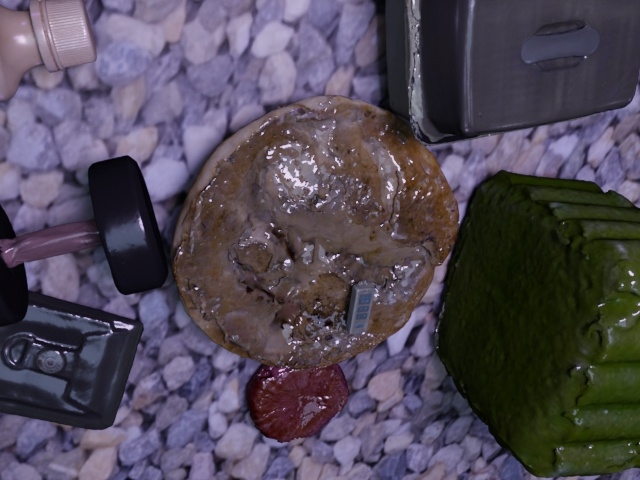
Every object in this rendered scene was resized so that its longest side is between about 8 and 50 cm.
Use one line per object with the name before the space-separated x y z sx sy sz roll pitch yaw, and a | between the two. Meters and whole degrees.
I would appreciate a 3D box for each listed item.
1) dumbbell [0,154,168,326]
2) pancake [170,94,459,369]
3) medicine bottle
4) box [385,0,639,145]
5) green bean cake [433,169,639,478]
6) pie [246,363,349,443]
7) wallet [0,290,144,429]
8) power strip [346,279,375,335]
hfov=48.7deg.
dumbbell | -0.291 0.003 0.778 0.218 0.152 0.153 -14 116 -10
pancake | -0.001 0.000 0.899 0.386 0.082 0.387 -10 118 -19
medicine bottle | -0.355 -0.189 0.700 0.252 0.114 0.114 -14 115 -11
box | 0.220 -0.232 0.802 0.290 0.166 0.221 -14 117 -19
green bean cake | 0.320 0.093 0.905 0.218 0.319 0.335 7 114 -22
pie | -0.032 0.222 1.009 0.153 0.038 0.154 -6 113 -16
wallet | -0.361 0.146 0.881 0.245 0.052 0.169 18 103 -19
power strip | 0.051 0.090 0.916 0.027 0.017 0.083 -4 120 -21
